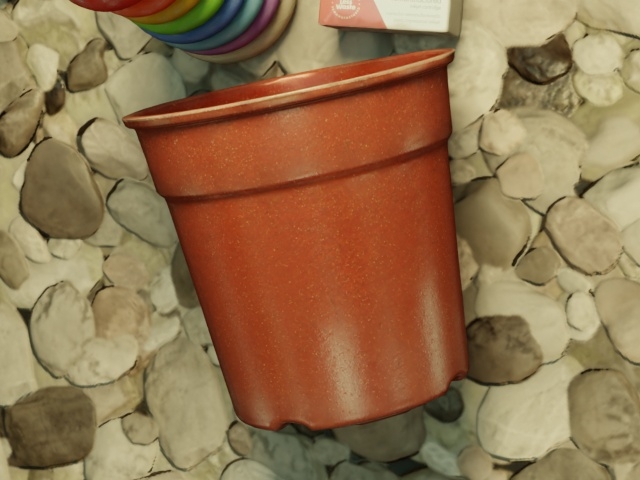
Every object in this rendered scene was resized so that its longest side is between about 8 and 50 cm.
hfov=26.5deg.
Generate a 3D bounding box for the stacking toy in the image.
[{"bbox_3d":[-0.128,-0.217,1.079,0.141,0.330,0.141,1,95,16],"label":"stacking toy"}]

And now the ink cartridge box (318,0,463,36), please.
[{"bbox_3d":[0.067,-0.277,1.157,0.115,0.067,0.198,5,96,15],"label":"ink cartridge box"}]

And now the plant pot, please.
[{"bbox_3d":[0.000,0.000,1.111,0.272,0.272,0.265,-9,100,16],"label":"plant pot"}]
